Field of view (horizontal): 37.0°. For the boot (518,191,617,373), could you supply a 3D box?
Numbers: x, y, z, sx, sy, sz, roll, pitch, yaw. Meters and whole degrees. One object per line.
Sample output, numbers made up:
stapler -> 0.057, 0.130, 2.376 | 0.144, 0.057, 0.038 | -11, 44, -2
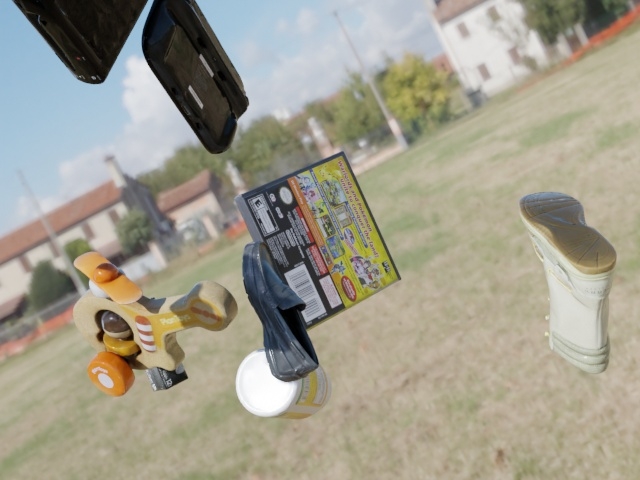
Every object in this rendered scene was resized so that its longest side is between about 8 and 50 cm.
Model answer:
boot -> 0.298, 0.045, 1.169 | 0.077, 0.165, 0.213 | -12, 29, -4

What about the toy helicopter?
toy helicopter -> -0.282, 0.114, 1.583 | 0.355, 0.235, 0.140 | -15, 24, 38

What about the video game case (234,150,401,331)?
video game case -> 0.000, 0.000, 1.781 | 0.248, 0.275, 0.035 | -26, 3, -32

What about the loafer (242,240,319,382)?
loafer -> -0.058, 0.101, 1.445 | 0.078, 0.223, 0.076 | -24, -15, 24

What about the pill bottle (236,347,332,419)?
pill bottle -> -0.054, 0.253, 1.672 | 0.117, 0.118, 0.208 | -26, -19, 14

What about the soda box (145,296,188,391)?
soda box -> -0.312, 0.195, 1.797 | 0.053, 0.169, 0.060 | -25, 3, -35

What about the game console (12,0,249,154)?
game console -> -0.165, -0.211, 0.969 | 0.044, 0.361, 0.213 | 9, 63, 27
